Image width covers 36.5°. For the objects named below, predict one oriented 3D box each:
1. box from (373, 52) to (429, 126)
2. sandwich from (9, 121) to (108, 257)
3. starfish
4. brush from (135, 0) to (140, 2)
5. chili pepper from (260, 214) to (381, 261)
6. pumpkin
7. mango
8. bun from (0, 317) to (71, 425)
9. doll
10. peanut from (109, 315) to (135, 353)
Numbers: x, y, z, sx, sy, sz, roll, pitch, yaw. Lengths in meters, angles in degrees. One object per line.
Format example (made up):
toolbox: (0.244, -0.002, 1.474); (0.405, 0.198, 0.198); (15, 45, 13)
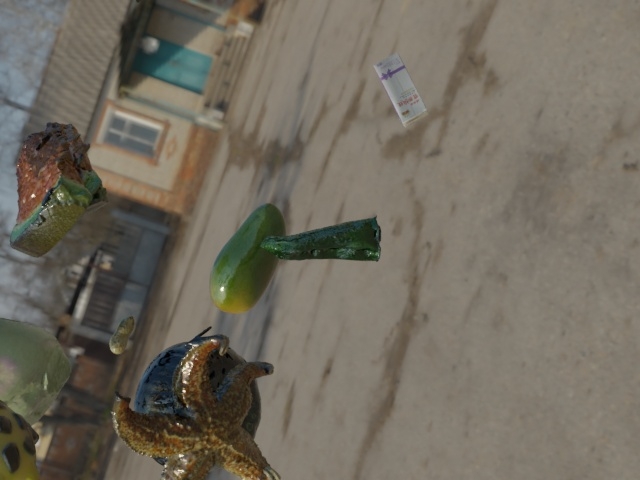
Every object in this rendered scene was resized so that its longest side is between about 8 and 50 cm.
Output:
box: (0.137, -0.254, 1.643); (0.117, 0.051, 0.036); (66, -169, 12)
sandwich: (-0.524, -0.114, 1.990); (0.250, 0.162, 0.301); (-41, 44, 36)
starfish: (-0.169, 0.271, 1.487); (0.113, 0.312, 0.303); (12, 116, 42)
brush: (-0.304, -0.507, 1.831); (0.027, 0.034, 0.190); (-35, 16, 44)
chili pepper: (0.000, 0.000, 1.801); (0.059, 0.227, 0.088); (-170, 78, -75)
pumpkin: (-0.211, 0.285, 1.671); (0.163, 0.233, 0.233); (-17, 51, 47)
mango: (-0.154, 0.038, 2.085); (0.156, 0.114, 0.251); (33, -101, -55)
bun: (-0.508, 0.207, 1.358); (0.293, 0.293, 0.187); (133, 142, -66)
doll: (-0.360, 0.133, 0.937); (0.086, 0.291, 0.117); (-46, -23, 19)
peanut: (-0.388, 0.184, 1.909); (0.083, 0.037, 0.037); (-62, 6, -26)
